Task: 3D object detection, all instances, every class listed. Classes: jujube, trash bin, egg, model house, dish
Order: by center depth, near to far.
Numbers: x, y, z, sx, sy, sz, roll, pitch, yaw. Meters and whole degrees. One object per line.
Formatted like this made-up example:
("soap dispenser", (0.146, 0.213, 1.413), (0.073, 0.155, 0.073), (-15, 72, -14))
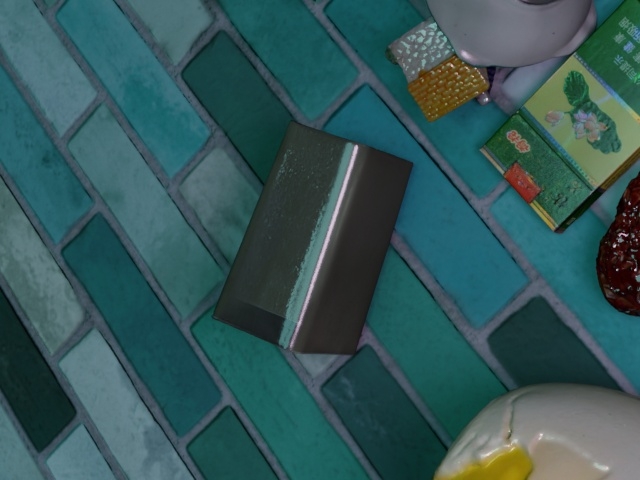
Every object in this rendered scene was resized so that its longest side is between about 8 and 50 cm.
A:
("egg", (0.271, 0.283, 1.161), (0.345, 0.283, 0.283), (16, 94, 22))
("jujube", (0.335, -0.004, 1.254), (0.104, 0.104, 0.165), (12, 87, 30))
("dish", (0.216, -0.299, 1.296), (0.224, 0.078, 0.246), (28, 79, -10))
("model house", (0.143, -0.187, 1.375), (0.088, 0.101, 0.100), (-32, 75, 26))
("trash bin", (0.000, 0.000, 1.409), (0.122, 0.164, 0.240), (22, 94, 28))

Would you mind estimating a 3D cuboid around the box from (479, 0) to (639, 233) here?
("box", (0.295, -0.134, 1.320), (0.235, 0.034, 0.132), (-46, 67, 19))
